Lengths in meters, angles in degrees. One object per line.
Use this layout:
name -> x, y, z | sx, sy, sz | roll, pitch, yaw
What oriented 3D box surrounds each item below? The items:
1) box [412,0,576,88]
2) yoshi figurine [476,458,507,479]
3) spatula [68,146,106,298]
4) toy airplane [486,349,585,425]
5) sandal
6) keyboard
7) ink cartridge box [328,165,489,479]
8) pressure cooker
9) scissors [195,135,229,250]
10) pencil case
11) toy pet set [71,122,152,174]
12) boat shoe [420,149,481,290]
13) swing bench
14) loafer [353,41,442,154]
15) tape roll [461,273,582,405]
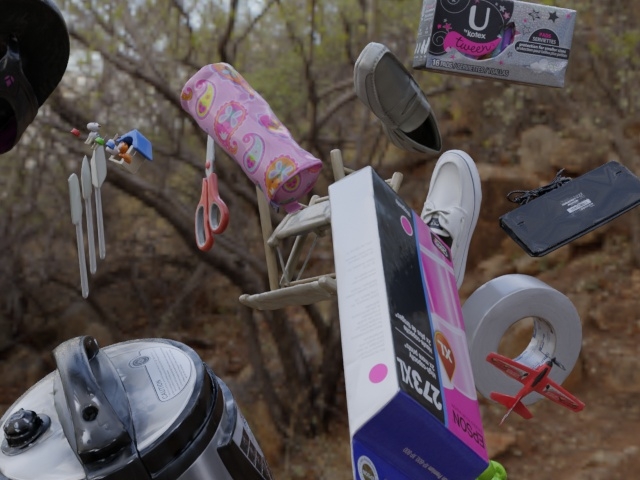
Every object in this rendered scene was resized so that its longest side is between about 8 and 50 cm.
box -> 0.304, -0.356, 1.848 | 0.247, 0.142, 0.163 | 7, 8, -5
yoshi figurine -> 0.248, 0.467, 2.009 | 0.203, 0.204, 0.362 | 19, -8, -14
spatula -> -0.390, -0.038, 1.782 | 0.019, 0.242, 0.168 | 3, 32, 2
toy airplane -> 0.290, 0.208, 1.452 | 0.151, 0.151, 0.028 | 1, 33, 23
sandal -> -0.486, -0.174, 1.503 | 0.167, 0.107, 0.446 | 11, -45, -37
keyboard -> 0.309, -0.040, 1.295 | 0.192, 0.100, 0.038 | -25, -35, -19
ink cartridge box -> 0.087, 0.113, 1.043 | 0.069, 0.371, 0.176 | -25, -45, 25
pressure cooker -> -0.290, 0.351, 1.571 | 0.370, 0.420, 0.375 | -2, 31, 31
scissors -> -0.220, -0.125, 2.015 | 0.021, 0.297, 0.109 | 8, -30, -33
pencil case -> -0.118, -0.177, 1.792 | 0.284, 0.124, 0.124 | 48, 14, 18
toy pet set -> -0.324, -0.162, 1.706 | 0.122, 0.065, 0.114 | 22, -15, 43
boat shoe -> 0.212, -0.025, 1.773 | 0.095, 0.258, 0.084 | 6, 7, 32
swing bench -> 0.000, 0.000, 1.889 | 0.165, 0.255, 0.253 | 17, -19, -36
loafer -> 0.152, -0.257, 1.939 | 0.111, 0.112, 0.319 | 29, -8, 30
tape roll -> 0.335, 0.171, 1.783 | 0.219, 0.219, 0.072 | 4, 14, -22
